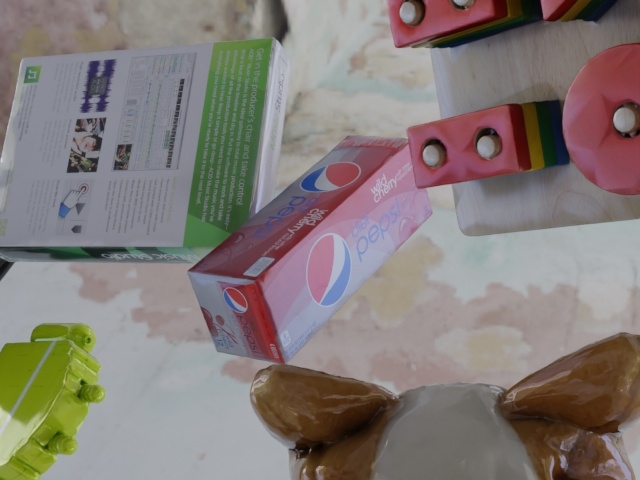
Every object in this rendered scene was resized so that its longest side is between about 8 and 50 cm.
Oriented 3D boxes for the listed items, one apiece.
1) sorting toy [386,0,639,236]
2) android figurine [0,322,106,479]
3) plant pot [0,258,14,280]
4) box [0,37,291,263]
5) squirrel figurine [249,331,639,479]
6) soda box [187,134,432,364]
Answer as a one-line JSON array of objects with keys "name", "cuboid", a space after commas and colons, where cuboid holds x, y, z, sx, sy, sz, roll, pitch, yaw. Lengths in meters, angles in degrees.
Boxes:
[{"name": "sorting toy", "cuboid": [0.155, -0.135, 0.632, 0.089, 0.257, 0.255, -11, -177, -43]}, {"name": "android figurine", "cuboid": [-0.344, 0.197, 1.127, 0.273, 0.056, 0.248, -8, -133, 43]}, {"name": "plant pot", "cuboid": [-0.518, 0.037, 1.292, 0.188, 0.167, 0.187, 32, 179, -14]}, {"name": "box", "cuboid": [-0.197, -0.092, 1.054, 0.322, 0.058, 0.232, 0, -107, 22]}, {"name": "squirrel figurine", "cuboid": [0.099, 0.313, 0.691, 0.281, 0.397, 0.370, -2, -126, 3]}, {"name": "soda box", "cuboid": [0.000, 0.000, 0.911, 0.083, 0.092, 0.263, 5, -146, 38]}]
